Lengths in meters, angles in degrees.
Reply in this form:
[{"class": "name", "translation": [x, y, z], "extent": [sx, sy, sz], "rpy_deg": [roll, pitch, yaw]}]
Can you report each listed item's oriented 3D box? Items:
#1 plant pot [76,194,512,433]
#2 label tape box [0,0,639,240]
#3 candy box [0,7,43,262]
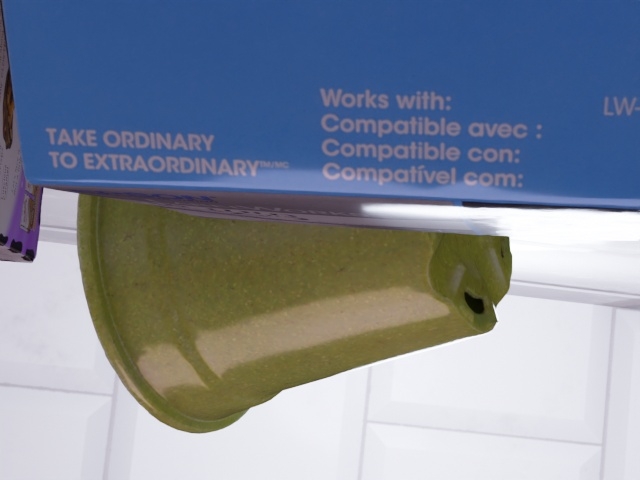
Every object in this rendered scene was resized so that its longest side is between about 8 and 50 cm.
[{"class": "plant pot", "translation": [0.000, 0.000, 0.959], "extent": [0.253, 0.276, 0.276], "rpy_deg": [-10, 167, 26]}, {"class": "label tape box", "translation": [0.020, -0.061, 0.478], "extent": [0.240, 0.106, 0.333], "rpy_deg": [3, 178, 10]}, {"class": "candy box", "translation": [-0.207, -0.080, 0.716], "extent": [0.070, 0.165, 0.196], "rpy_deg": [4, 173, -1]}]
